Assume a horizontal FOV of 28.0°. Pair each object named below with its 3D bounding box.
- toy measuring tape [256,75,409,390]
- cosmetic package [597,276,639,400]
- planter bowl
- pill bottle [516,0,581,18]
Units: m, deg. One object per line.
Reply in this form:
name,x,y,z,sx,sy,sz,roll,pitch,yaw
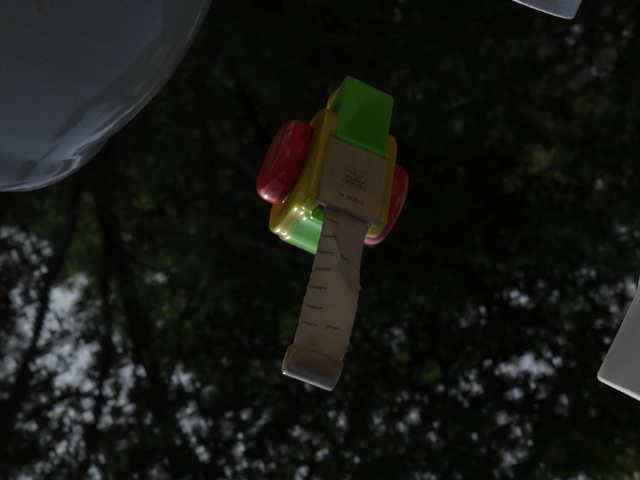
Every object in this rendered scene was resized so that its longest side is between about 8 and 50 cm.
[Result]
toy measuring tape,0.000,0.000,0.973,0.121,0.121,0.330,-14,-140,23
cosmetic package,0.364,0.065,0.845,0.217,0.156,0.385,-65,-166,2
planter bowl,-0.088,-0.110,0.389,0.109,0.162,0.162,-30,-169,27
pill bottle,0.209,-0.294,1.032,0.117,0.215,0.117,19,-162,-6
